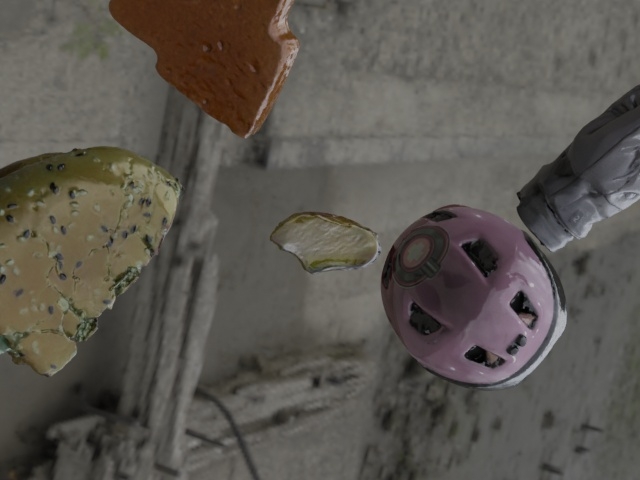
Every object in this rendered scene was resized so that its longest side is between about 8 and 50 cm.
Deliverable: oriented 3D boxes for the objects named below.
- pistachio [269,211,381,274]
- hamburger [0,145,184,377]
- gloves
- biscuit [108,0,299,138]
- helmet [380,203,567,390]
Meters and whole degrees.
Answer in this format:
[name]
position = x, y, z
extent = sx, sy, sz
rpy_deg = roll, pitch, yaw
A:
[pistachio]
position = 0.000, 0.000, 1.537
extent = 0.172, 0.049, 0.090
rpy_deg = 16, 118, -36
[hamburger]
position = -0.283, -0.002, 1.234
extent = 0.192, 0.167, 0.288
rpy_deg = 50, 65, -31
[gloves]
position = 0.305, -0.083, 1.144
extent = 0.142, 0.285, 0.119
rpy_deg = 30, 49, -41
[biscuit]
position = -0.111, -0.239, 1.096
extent = 0.043, 0.283, 0.306
rpy_deg = -43, 123, -45
[helmet]
position = 0.157, 0.055, 1.366
extent = 0.198, 0.253, 0.154
rpy_deg = -50, 151, 8
